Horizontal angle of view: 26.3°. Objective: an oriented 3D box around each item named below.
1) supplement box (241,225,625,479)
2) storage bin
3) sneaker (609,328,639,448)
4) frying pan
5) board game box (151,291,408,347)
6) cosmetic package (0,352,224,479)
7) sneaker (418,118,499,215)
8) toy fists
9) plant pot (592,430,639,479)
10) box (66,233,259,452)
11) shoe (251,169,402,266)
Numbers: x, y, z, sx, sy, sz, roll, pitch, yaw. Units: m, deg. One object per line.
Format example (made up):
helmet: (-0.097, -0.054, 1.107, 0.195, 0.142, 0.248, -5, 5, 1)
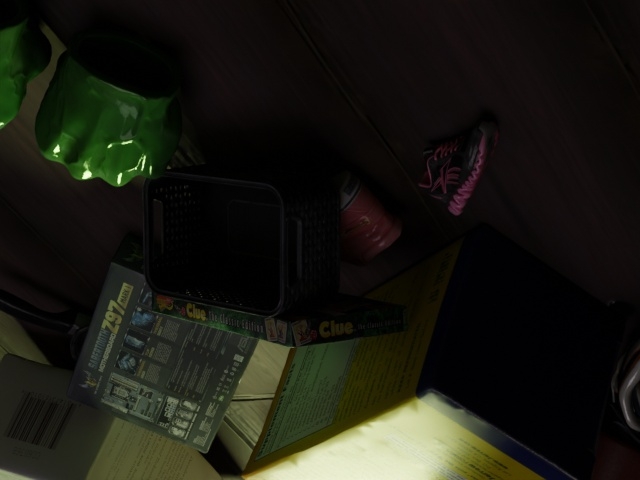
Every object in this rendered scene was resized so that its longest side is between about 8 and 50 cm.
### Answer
supplement box: (0.109, 0.168, 1.406, 0.195, 0.194, 0.356, 33, 145, -17)
storage bin: (-0.075, -0.004, 1.289, 0.180, 0.084, 0.122, 9, 103, 39)
sneaker: (0.342, 0.158, 1.331, 0.126, 0.127, 0.321, 9, 146, 15)
frying pan: (-0.273, 0.136, 1.696, 0.326, 0.053, 0.197, 18, 145, 8)
board game box: (-0.047, 0.068, 1.355, 0.136, 0.030, 0.260, -9, -170, -35)
cosmetic package: (-0.276, 0.321, 1.819, 0.217, 0.156, 0.385, 10, 152, 28)
sneaker: (0.118, -0.070, 1.210, 0.057, 0.047, 0.119, 31, 146, 7)
toy fists: (-0.256, -0.148, 1.255, 0.279, 0.096, 0.142, 24, 134, -2)
plant pot: (0.248, 0.341, 1.461, 0.272, 0.265, 0.272, 27, 166, 7)
box: (-0.174, 0.122, 1.562, 0.183, 0.059, 0.232, 22, 128, -3)
shoe: (0.000, 0.000, 1.345, 0.081, 0.063, 0.178, 41, 137, -18)
